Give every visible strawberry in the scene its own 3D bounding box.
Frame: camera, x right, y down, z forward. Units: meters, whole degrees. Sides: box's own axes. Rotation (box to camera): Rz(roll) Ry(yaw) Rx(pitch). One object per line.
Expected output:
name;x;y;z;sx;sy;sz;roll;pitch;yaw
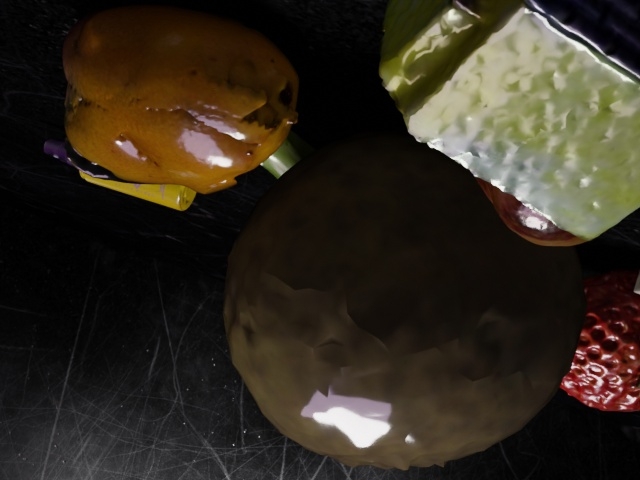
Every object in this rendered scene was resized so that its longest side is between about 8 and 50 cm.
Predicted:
strawberry;0.355;0.121;1.372;0.244;0.205;0.205;11;167;31

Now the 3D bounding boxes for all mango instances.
mango;-0.150;-0.145;1.014;0.287;0.152;0.201;9;153;32

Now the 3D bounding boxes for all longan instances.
longan;0.087;0.068;1.110;0.391;0.391;0.391;19;170;3

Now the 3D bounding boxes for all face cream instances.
face cream;-0.347;-0.125;1.742;0.273;0.078;0.078;18;170;12

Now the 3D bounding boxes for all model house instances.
model house;0.170;-0.143;0.612;0.194;0.170;0.211;30;139;-19

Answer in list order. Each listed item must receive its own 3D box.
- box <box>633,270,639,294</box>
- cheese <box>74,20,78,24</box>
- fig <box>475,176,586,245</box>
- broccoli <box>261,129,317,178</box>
box;0.483;0.054;1.188;0.141;0.058;0.201;22;171;-14
cheese;-0.186;-0.197;1.154;0.191;0.042;0.105;21;169;-3
fig;0.227;-0.060;0.844;0.231;0.143;0.160;16;-157;-25
broccoli;0.028;-0.048;1.340;0.304;0.165;0.145;39;-168;-24
